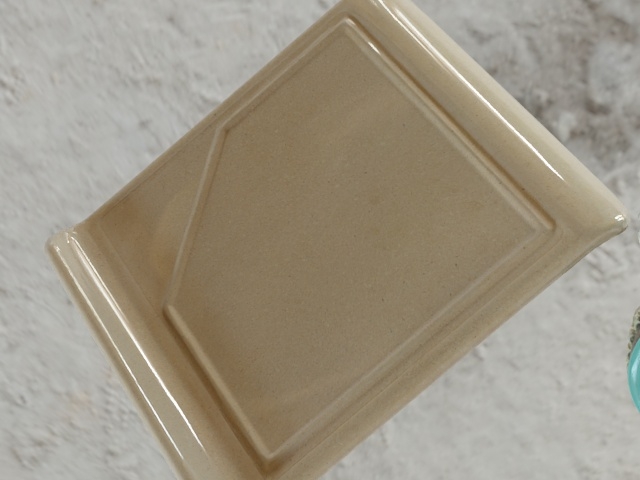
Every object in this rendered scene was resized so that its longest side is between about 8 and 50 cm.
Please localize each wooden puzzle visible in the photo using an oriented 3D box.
[{"bbox_3d":[0.000,0.000,0.728,0.239,0.044,0.221,-37,50,-1],"label":"wooden puzzle"}]

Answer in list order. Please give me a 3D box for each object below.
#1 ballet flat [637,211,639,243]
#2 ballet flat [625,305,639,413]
[{"bbox_3d":[0.184,-0.004,0.616,0.087,0.247,0.083,-23,80,30],"label":"ballet flat"},{"bbox_3d":[0.381,0.177,0.803,0.182,0.164,0.483,-12,48,-42],"label":"ballet flat"}]
